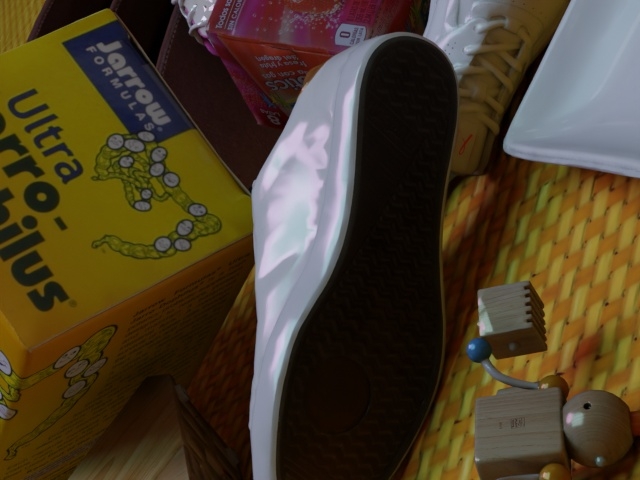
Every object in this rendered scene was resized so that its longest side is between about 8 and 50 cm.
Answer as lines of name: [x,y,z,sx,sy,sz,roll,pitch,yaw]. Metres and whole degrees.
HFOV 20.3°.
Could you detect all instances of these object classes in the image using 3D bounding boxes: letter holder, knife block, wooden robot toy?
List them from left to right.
knife block: [-0.158,0.231,1.137,0.242,0.088,0.276,-33,24,5]
letter holder: [-0.133,-0.151,1.538,0.152,0.214,0.302,-37,31,51]
wooden robot toy: [0.115,0.092,0.839,0.079,0.076,0.173,-14,40,17]

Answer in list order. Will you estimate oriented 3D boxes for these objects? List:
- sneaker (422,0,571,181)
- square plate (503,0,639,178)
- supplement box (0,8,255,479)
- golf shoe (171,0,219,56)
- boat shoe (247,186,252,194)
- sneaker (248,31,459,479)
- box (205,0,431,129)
sneaker: [0.095,-0.097,1.105,0.115,0.090,0.232,-92,25,-44]
square plate: [0.245,-0.172,0.855,0.347,0.049,0.344,-62,18,-1]
supplement box: [-0.204,0.040,1.264,0.195,0.194,0.356,-29,-17,-31]
golf shoe: [-0.089,-0.217,1.434,0.140,0.306,0.115,-68,-20,-6]
boat shoe: [-0.001,0.000,1.215,0.073,0.080,0.223,-55,25,4]
sneaker: [0.007,0.026,1.057,0.123,0.106,0.290,-4,71,59]
box: [0.029,-0.210,1.273,0.128,0.122,0.257,61,-136,-58]
